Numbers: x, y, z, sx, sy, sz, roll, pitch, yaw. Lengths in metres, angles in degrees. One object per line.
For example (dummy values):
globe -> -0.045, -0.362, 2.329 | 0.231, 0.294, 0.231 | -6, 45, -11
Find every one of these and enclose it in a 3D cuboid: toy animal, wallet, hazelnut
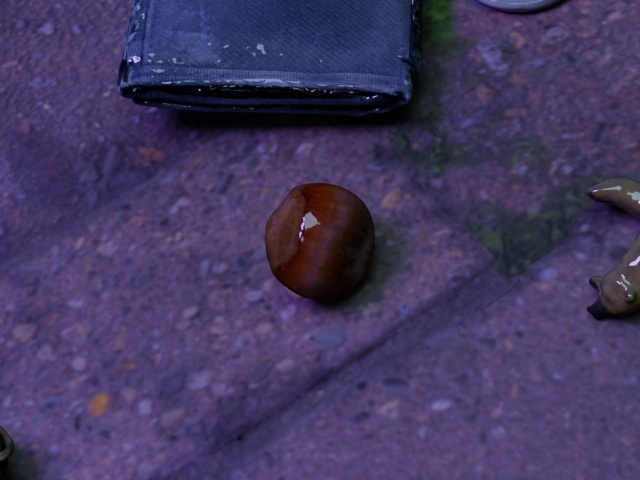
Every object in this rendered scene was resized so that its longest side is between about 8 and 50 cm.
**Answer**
toy animal -> 0.279, -0.023, 1.009 | 0.219, 0.103, 0.101 | -17, 79, -5
wallet -> -0.032, -0.240, 1.218 | 0.237, 0.075, 0.342 | 0, 55, 5
hazelnut -> 0.000, 0.000, 1.055 | 0.086, 0.086, 0.086 | -6, 57, 8

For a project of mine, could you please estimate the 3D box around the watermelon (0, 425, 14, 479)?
watermelon -> -0.259, 0.155, 0.994 | 0.109, 0.109, 0.109 | -6, 57, 8

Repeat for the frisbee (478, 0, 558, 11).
frisbee -> 0.167, -0.232, 1.202 | 0.110, 0.014, 0.110 | -6, 55, 8
